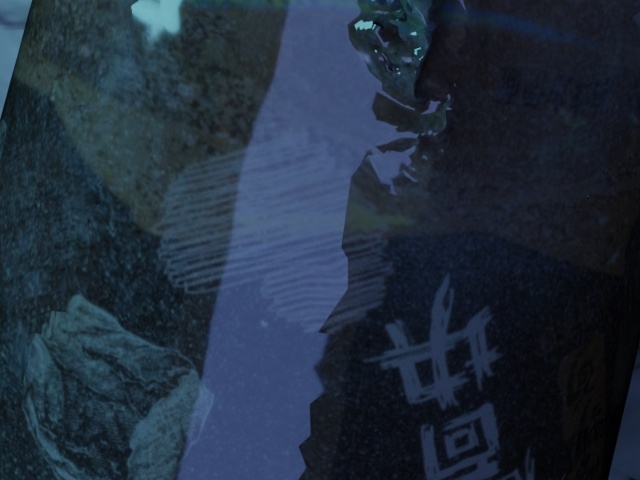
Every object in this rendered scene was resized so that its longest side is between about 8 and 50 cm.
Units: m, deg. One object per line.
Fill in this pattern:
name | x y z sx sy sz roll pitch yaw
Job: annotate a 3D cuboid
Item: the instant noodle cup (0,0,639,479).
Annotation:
instant noodle cup | 0.000 0.000 0.441 0.217 0.217 0.207 17 108 9
